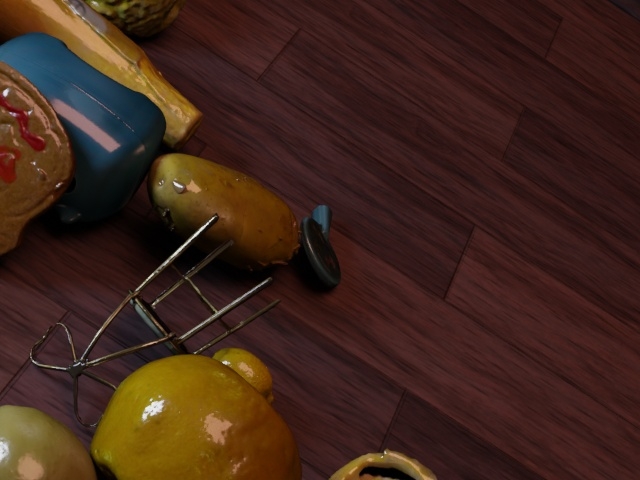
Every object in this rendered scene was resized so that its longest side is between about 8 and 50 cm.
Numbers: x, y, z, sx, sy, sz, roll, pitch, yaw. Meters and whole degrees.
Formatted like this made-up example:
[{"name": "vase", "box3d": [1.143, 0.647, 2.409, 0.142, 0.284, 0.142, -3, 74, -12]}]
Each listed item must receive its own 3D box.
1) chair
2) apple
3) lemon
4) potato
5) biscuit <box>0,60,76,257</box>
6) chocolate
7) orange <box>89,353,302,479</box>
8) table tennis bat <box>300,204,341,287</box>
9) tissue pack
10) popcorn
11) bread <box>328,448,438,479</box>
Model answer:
[{"name": "chair", "box3d": [-0.227, 0.120, 1.761, 0.326, 0.170, 0.160, -40, 74, -7]}, {"name": "apple", "box3d": [-0.357, 0.289, 1.457, 0.200, 0.200, 0.200, 20, 41, -18]}, {"name": "lemon", "box3d": [-0.114, 0.202, 1.794, 0.111, 0.082, 0.082, 39, 39, 4]}, {"name": "potato", "box3d": [-0.151, -0.042, 1.947, 0.300, 0.140, 0.173, 26, 2, -46]}, {"name": "biscuit", "box3d": [-0.489, -0.125, 1.749, 0.273, 0.257, 0.049, 38, 1, 3]}, {"name": "chocolate", "box3d": [-0.389, -0.314, 2.078, 0.445, 0.162, 0.162, 35, 39, -3]}, {"name": "orange", "box3d": [-0.159, 0.278, 1.541, 0.235, 0.279, 0.279, -36, 74, -26]}, {"name": "table tennis bat", "box3d": [0.000, 0.000, 2.094, 0.124, 0.033, 0.201, 58, 18, -26]}, {"name": "tissue pack", "box3d": [-0.396, -0.163, 1.872, 0.287, 0.198, 0.206, 34, 41, -2]}, {"name": "popcorn", "box3d": [-0.347, -0.481, 2.267, 0.225, 0.174, 0.286, 50, 28, -5]}, {"name": "bread", "box3d": [0.077, 0.393, 1.669, 0.197, 0.170, 0.197, 10, 46, -10]}]
